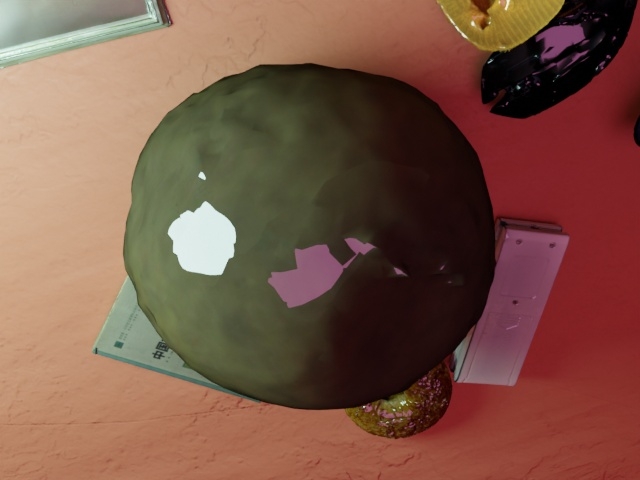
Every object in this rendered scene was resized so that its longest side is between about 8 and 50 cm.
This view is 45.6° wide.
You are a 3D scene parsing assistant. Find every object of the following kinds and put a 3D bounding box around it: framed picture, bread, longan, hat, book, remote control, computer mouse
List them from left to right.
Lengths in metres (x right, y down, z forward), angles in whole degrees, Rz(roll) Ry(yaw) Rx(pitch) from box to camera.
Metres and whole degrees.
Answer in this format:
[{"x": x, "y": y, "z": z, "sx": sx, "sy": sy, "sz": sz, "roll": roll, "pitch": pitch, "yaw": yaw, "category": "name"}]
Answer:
[{"x": -0.323, "y": -0.310, "z": 0.873, "sx": 0.253, "sy": 0.014, "sz": 0.197, "roll": -14, "pitch": 121, "yaw": 0, "category": "framed picture"}, {"x": -0.170, "y": 0.130, "z": 1.138, "sx": 0.283, "sy": 0.025, "sz": 0.214, "roll": 20, "pitch": 115, "yaw": -20, "category": "book"}, {"x": -0.002, "y": -0.005, "z": 0.883, "sx": 0.436, "sy": 0.404, "sz": 0.403, "roll": 11, "pitch": 117, "yaw": -10, "category": "longan"}, {"x": 0.125, "y": 0.244, "z": 1.224, "sx": 0.194, "sy": 0.064, "sz": 0.193, "roll": -2, "pitch": 119, "yaw": -3, "category": "bread"}, {"x": 0.284, "y": 0.099, "z": 1.171, "sx": 0.103, "sy": 0.055, "sz": 0.277, "roll": 6, "pitch": 117, "yaw": -12, "category": "remote control"}, {"x": 0.265, "y": -0.374, "z": 0.868, "sx": 0.233, "sy": 0.233, "sz": 0.244, "roll": -38, "pitch": 134, "yaw": -17, "category": "hat"}, {"x": 0.308, "y": -0.247, "z": 0.967, "sx": 0.242, "sy": 0.077, "sz": 0.146, "roll": -41, "pitch": 115, "yaw": 15, "category": "computer mouse"}]

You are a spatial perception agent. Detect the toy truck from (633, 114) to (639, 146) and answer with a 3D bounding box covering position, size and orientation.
[{"x": 0.523, "y": -0.184, "z": 0.964, "sx": 0.161, "sy": 0.213, "sz": 0.176, "roll": 13, "pitch": 88, "yaw": -15, "category": "toy truck"}]
